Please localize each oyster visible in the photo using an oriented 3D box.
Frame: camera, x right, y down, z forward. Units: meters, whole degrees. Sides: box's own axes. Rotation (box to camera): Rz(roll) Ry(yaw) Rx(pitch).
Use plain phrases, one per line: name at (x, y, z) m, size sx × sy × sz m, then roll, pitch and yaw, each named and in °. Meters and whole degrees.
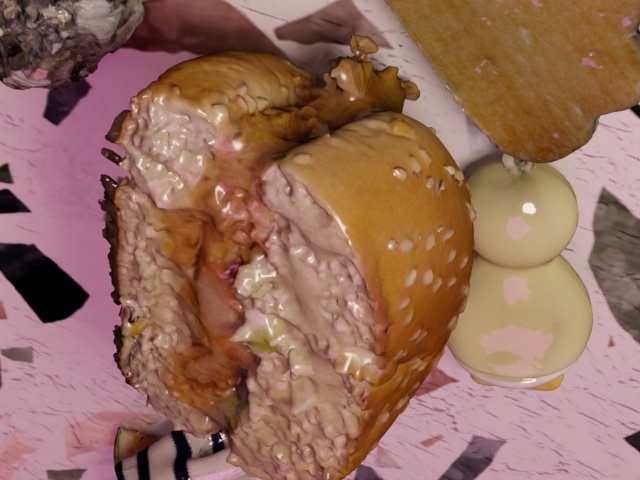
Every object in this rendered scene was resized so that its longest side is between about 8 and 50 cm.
oyster at (-0.213, -0.189, 1.455) m, size 0.252 × 0.087 × 0.199 m, roll 2°, pitch 142°, yaw 32°

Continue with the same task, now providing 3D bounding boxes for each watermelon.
watermelon at (-0.180, 0.282, 2.015) m, size 0.163 × 0.069 × 0.087 m, roll 25°, pitch 141°, yaw -19°

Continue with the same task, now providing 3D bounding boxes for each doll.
doll at (0.178, 0.026, 1.584) m, size 0.141 × 0.117 × 0.296 m, roll 10°, pitch 128°, yaw 13°

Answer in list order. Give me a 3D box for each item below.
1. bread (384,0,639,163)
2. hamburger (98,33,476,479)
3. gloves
bread at (0.163, -0.182, 1.359) m, size 0.207 × 0.056 × 0.286 m, roll -15°, pitch 131°, yaw 29°
hamburger at (0.000, 0.000, 1.456) m, size 0.268 × 0.287 × 0.445 m, roll 29°, pitch 148°, yaw 18°
gloves at (-0.107, 0.250, 1.933) m, size 0.218 × 0.131 × 0.140 m, roll -22°, pitch 132°, yaw -5°
